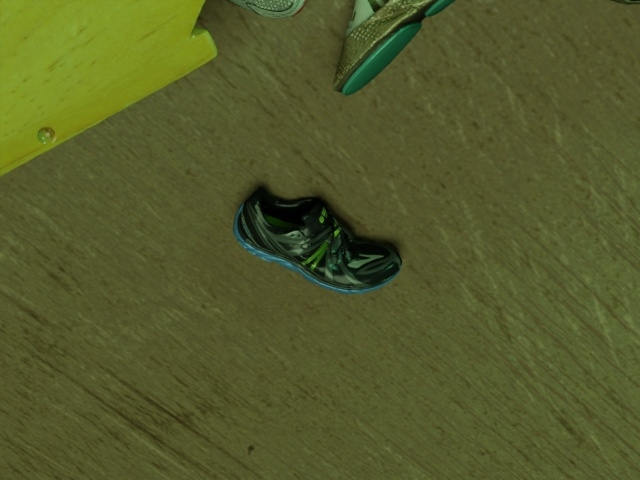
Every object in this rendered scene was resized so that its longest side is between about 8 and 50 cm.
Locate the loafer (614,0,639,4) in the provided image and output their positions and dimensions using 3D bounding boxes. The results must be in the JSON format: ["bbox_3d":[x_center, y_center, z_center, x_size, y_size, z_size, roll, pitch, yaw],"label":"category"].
[{"bbox_3d":[0.318,-0.229,0.803,0.148,0.050,0.056,-11,123,15],"label":"loafer"}]

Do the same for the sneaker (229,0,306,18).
[{"bbox_3d":[-0.111,-0.263,0.808,0.225,0.092,0.088,31,123,-15],"label":"sneaker"}]

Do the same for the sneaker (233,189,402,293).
[{"bbox_3d":[0.000,0.000,0.995,0.188,0.067,0.078,21,131,-4],"label":"sneaker"}]

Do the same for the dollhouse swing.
[{"bbox_3d":[-0.313,-0.285,0.764,0.315,0.305,0.346,-30,133,-6],"label":"dollhouse swing"}]

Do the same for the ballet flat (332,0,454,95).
[{"bbox_3d":[0.075,-0.219,0.843,0.206,0.073,0.067,-39,85,26],"label":"ballet flat"}]
